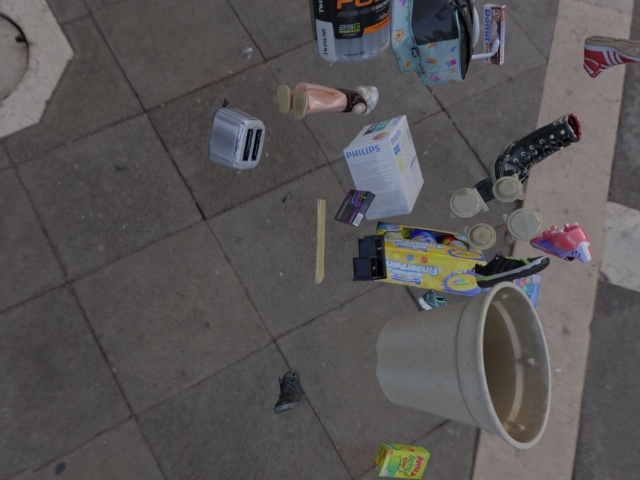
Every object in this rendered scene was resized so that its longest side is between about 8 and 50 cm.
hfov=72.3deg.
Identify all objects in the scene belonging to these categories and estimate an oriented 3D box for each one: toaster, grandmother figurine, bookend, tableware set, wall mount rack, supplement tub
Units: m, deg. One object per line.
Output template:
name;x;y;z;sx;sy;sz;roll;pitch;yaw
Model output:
toaster;-0.275;-0.340;1.454;0.147;0.129;0.226;28;116;28
grandmother figurine;0.050;-0.411;1.282;0.343;0.104;0.208;-20;49;-42
bookend;0.161;0.055;1.455;0.073;0.156;0.157;-5;84;24
tableware set;0.345;-0.054;0.868;0.169;0.020;0.140;-17;72;14
wall mount rack;0.426;-0.697;1.223;0.131;0.304;0.349;-11;44;-1
supplement tub;0.068;-0.634;1.068;0.207;0.337;0.207;-5;48;5

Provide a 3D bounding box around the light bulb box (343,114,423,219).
light bulb box;0.309;-0.345;2.058;0.226;0.358;0.360;-9;116;28

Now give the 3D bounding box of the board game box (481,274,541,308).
board game box;0.795;0.196;1.832;0.211;0.047;0.160;14;59;25

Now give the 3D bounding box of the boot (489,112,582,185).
boot;0.528;-0.216;1.080;0.085;0.179;0.236;48;53;-11

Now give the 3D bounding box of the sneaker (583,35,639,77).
sneaker;0.535;-0.325;0.793;0.042;0.067;0.118;-37;48;-12

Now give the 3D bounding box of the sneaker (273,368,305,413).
sneaker;-0.121;0.537;1.559;0.087;0.227;0.130;-21;78;11

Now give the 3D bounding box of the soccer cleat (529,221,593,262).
soccer cleat;0.594;0.013;1.094;0.083;0.248;0.095;-25;83;6

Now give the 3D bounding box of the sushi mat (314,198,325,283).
sushi mat;0.000;0.000;1.665;0.019;0.151;0.316;2;94;7

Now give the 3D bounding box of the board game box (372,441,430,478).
board game box;0.268;0.726;1.443;0.182;0.043;0.092;20;90;-27

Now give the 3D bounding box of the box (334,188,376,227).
box;0.105;-0.105;1.392;0.029;0.162;0.116;29;88;-19

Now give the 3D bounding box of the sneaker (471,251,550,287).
sneaker;0.576;0.074;1.355;0.235;0.084;0.097;-25;66;35

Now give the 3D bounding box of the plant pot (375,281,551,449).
plant pot;0.307;0.279;1.008;0.334;0.306;0.333;14;69;-42

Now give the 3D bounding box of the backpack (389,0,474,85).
backpack;0.198;-0.366;0.770;0.145;0.188;0.165;-6;73;27

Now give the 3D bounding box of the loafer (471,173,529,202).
loafer;0.600;-0.181;1.497;0.223;0.078;0.076;-34;121;26

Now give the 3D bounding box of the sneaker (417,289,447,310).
sneaker;0.427;0.239;1.560;0.167;0.065;0.076;38;105;-15

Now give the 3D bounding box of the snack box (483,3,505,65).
snack box;0.540;-0.640;1.367;0.022;0.178;0.064;-36;45;-17

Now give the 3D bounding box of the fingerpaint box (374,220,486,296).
fingerpaint box;0.445;0.062;1.887;0.446;0.371;0.163;9;110;8
